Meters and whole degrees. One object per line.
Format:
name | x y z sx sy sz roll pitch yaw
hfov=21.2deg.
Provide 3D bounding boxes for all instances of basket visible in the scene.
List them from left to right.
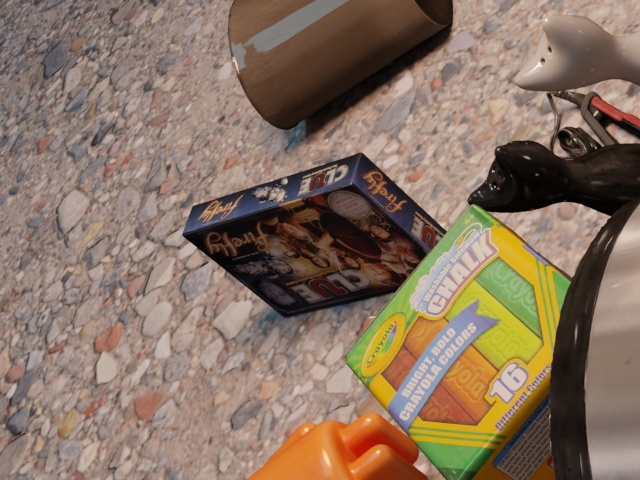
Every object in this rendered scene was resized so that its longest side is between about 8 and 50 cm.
basket | 0.027 -0.261 2.007 0.227 0.154 0.204 -25 41 27

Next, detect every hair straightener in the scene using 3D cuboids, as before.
hair straightener | 0.262 -0.092 1.630 0.089 0.047 0.230 -47 32 4

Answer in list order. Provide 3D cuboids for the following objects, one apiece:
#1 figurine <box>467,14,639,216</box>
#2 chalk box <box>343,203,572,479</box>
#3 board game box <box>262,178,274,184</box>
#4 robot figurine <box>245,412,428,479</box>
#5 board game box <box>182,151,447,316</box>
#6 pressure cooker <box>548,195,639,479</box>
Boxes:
figurine | 0.244 -0.100 1.408 0.092 0.210 0.215 -106 23 -46
chalk box | 0.158 0.105 1.415 0.180 0.179 0.289 -52 33 4
board game box | -0.058 -0.019 1.903 0.090 0.090 0.020 -27 38 30
robot figurine | -0.008 0.247 1.530 0.219 0.128 0.158 -39 73 15
board game box | 0.000 0.000 1.743 0.243 0.165 0.042 -16 45 42
pressure cooker | 0.387 0.099 0.969 0.420 0.375 0.369 -14 43 44
